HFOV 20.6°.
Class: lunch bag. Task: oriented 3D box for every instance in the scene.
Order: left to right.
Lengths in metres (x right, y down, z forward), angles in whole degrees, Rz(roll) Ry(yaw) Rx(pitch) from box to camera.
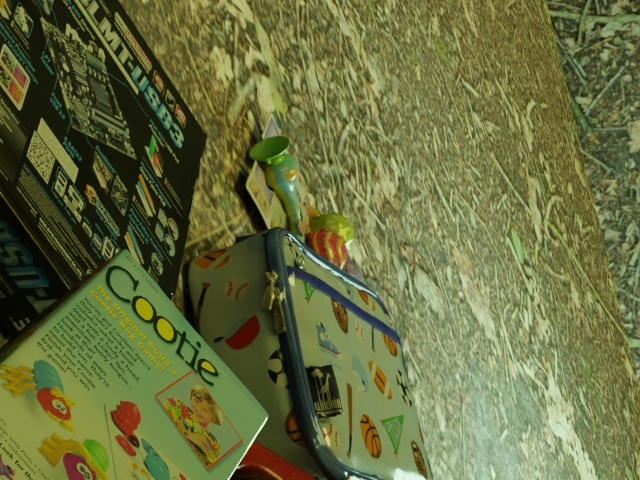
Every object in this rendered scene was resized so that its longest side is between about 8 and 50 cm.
[{"bbox_3d":[-0.006,0.120,1.538,0.303,0.115,0.243,39,36,-61],"label":"lunch bag"}]

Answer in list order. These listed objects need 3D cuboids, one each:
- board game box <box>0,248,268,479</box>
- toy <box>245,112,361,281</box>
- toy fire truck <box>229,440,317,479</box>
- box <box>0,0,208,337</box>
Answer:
[{"bbox_3d":[-0.158,0.138,0.983,0.144,0.142,0.275,50,22,-5],"label":"board game box"},{"bbox_3d":[0.000,0.000,1.736,0.137,0.056,0.237,-76,145,-54],"label":"toy"},{"bbox_3d":[-0.050,0.242,1.262,0.254,0.169,0.302,49,24,-8],"label":"toy fire truck"},{"bbox_3d":[-0.190,-0.078,1.235,0.293,0.073,0.295,-86,152,-48],"label":"box"}]
